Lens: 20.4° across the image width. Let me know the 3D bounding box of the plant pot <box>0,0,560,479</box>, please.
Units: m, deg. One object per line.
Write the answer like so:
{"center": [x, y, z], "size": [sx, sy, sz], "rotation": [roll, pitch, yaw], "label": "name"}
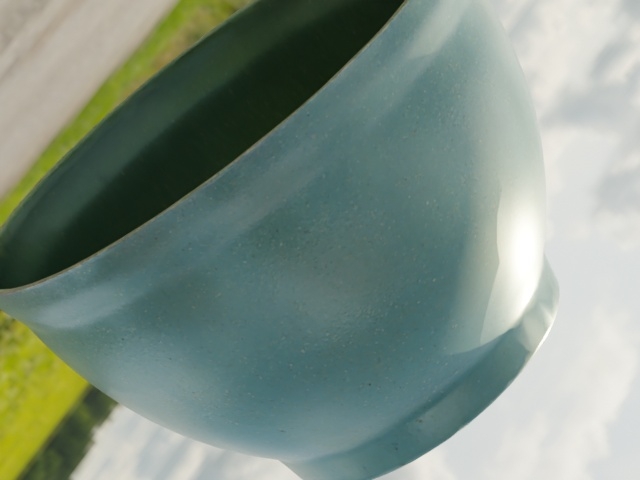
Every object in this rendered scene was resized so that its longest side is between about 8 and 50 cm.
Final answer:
{"center": [0.000, 0.000, 0.913], "size": [0.293, 0.196, 0.293], "rotation": [-34, -162, 13], "label": "plant pot"}
